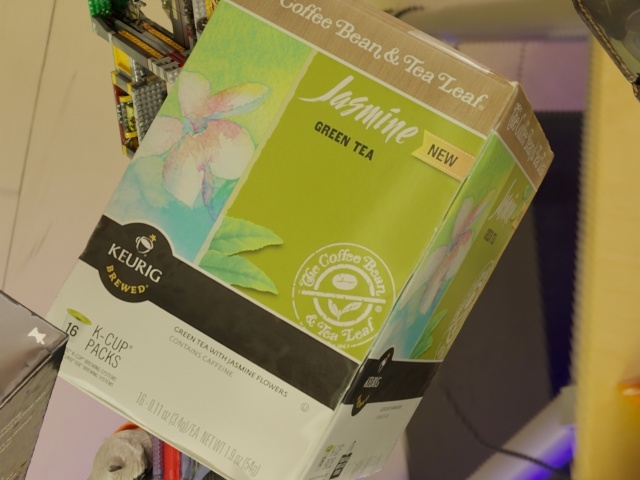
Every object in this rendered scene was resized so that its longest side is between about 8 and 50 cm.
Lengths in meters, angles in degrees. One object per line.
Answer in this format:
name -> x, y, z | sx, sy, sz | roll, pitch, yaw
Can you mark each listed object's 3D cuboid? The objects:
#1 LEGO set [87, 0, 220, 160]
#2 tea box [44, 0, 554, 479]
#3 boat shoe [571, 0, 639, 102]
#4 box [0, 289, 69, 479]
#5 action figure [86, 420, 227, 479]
LEGO set -> -0.091, -0.182, 1.418 | 0.255, 0.192, 0.331 | -15, 122, -30
tea box -> 0.000, 0.000, 1.100 | 0.220, 0.329, 0.323 | 28, 93, 14
boat shoe -> 0.308, -0.114, 1.055 | 0.355, 0.132, 0.130 | 27, 55, -35
box -> -0.232, 0.119, 0.798 | 0.093, 0.158, 0.156 | 34, 44, 7
action figure -> -0.128, 0.301, 1.670 | 0.330, 0.178, 0.341 | 16, 73, -41
